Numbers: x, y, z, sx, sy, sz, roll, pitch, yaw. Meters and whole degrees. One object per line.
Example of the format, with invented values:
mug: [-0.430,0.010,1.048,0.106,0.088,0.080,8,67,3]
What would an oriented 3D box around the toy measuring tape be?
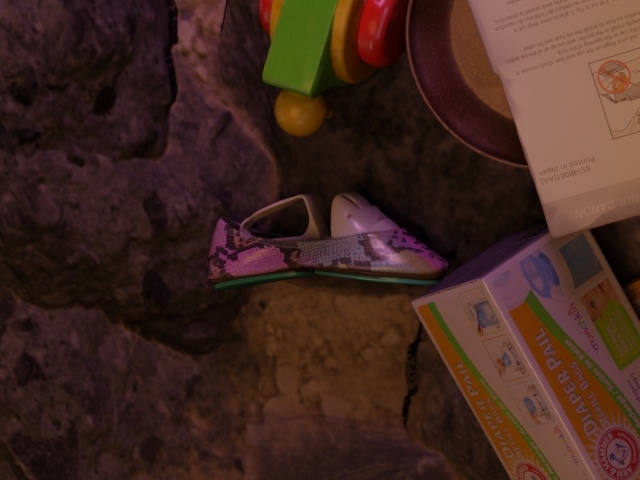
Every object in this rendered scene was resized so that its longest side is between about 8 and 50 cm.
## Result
toy measuring tape: [0.032,-0.237,1.427,0.121,0.121,0.330,19,95,22]

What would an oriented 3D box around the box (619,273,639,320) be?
box: [0.285,0.082,1.437,0.081,0.028,0.136,-29,92,35]

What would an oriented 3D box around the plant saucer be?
plant saucer: [0.162,-0.152,1.393,0.198,0.036,0.198,7,110,19]

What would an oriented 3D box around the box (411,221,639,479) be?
box: [0.181,0.099,1.434,0.203,0.114,0.103,60,149,-5]

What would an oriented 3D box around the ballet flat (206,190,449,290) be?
ballet flat: [0.000,0.000,1.546,0.221,0.077,0.079,-2,89,31]

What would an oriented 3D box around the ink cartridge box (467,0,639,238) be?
ink cartridge box: [0.258,-0.165,1.296,0.296,0.066,0.261,-15,102,23]
